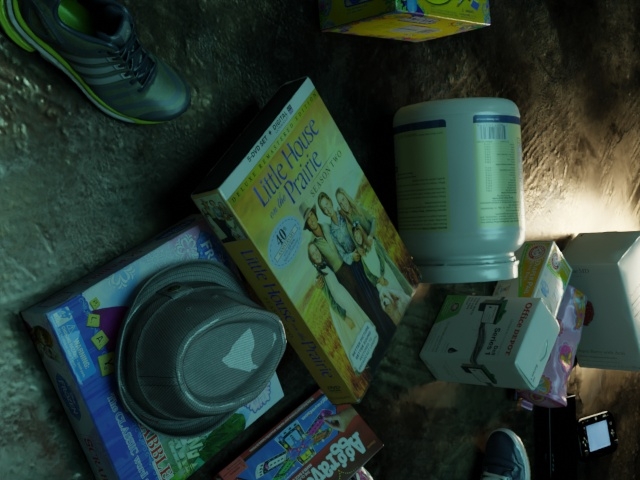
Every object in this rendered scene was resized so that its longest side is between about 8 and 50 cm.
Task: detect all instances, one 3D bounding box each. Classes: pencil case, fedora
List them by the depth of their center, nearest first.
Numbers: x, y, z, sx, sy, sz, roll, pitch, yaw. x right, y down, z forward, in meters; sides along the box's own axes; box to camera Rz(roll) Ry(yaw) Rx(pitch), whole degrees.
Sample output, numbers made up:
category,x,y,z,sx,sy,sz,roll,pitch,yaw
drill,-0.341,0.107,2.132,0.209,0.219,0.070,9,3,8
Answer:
category,x,y,z,sx,sy,sz,roll,pitch,yaw
fedora,-0.141,0.148,1.267,0.275,0.124,0.244,-14,99,-47
pencil case,0.514,0.237,2.088,0.124,0.124,0.284,34,65,-41

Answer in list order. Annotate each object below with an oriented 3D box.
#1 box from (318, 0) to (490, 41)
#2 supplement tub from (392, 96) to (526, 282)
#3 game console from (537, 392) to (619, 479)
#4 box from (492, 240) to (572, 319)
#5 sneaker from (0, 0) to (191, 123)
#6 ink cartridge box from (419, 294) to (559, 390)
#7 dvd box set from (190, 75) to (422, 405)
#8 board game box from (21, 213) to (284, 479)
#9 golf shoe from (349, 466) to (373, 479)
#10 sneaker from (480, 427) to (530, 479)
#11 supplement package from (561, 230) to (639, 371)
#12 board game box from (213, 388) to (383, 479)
category,x,y,z,sx,sy,sz,roll,pitch,yaw
box,0.143,-0.517,1.669,0.290,0.177,0.279,-8,93,-47
supplement tub,0.257,-0.089,1.729,0.235,0.235,0.325,-4,91,-47
game console,0.625,0.468,2.249,0.361,0.044,0.213,0,88,-48
box,0.456,0.111,2.035,0.114,0.103,0.203,49,55,-35
sneaker,-0.279,-0.249,1.235,0.300,0.121,0.111,31,67,-42
ink cartridge box,0.327,0.193,1.804,0.092,0.219,0.160,52,53,-33
dvd box set,0.000,0.000,1.451,0.420,0.062,0.308,59,41,-25
board game box,-0.219,0.167,1.324,0.318,0.066,0.319,-36,114,-42
golf shoe,0.045,0.410,1.615,0.186,0.067,0.086,55,10,-18
sneaker,0.347,0.531,1.902,0.153,0.099,0.282,2,90,-49
supplement package,0.697,0.143,2.241,0.175,0.177,0.293,-37,114,-41
board game box,-0.028,0.354,1.501,0.145,0.027,0.281,51,47,6
